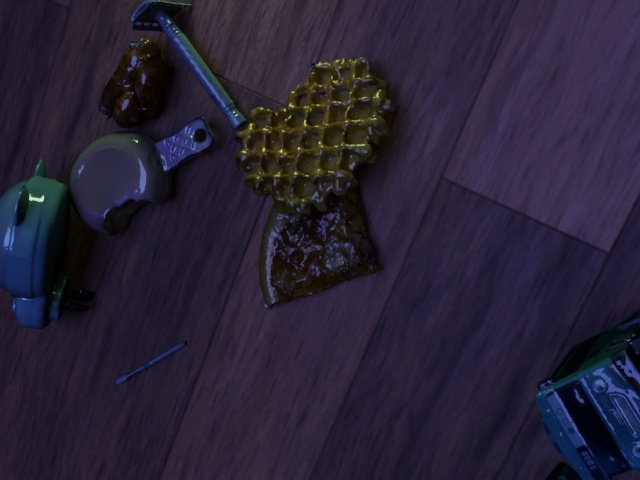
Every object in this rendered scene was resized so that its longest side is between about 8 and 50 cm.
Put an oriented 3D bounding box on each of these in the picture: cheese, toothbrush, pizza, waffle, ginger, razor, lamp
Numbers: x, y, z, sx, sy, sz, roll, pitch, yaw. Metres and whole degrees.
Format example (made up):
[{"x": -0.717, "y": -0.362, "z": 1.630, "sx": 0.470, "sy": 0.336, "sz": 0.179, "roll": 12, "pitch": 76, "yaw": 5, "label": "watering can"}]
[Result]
[{"x": -0.293, "y": -0.119, "z": 1.259, "sx": 0.286, "sy": 0.082, "sz": 0.163, "roll": -22, "pitch": 85, "yaw": 24, "label": "cheese"}, {"x": -0.295, "y": 0.213, "z": 1.323, "sx": 0.167, "sy": 0.014, "sz": 0.011, "roll": -31, "pitch": 79, "yaw": 22, "label": "toothbrush"}, {"x": 0.000, "y": 0.000, "z": 1.140, "sx": 0.197, "sy": 0.058, "sz": 0.292, "roll": 36, "pitch": 108, "yaw": 20, "label": "pizza"}, {"x": -0.011, "y": -0.160, "z": 1.105, "sx": 0.249, "sy": 0.056, "sz": 0.253, "roll": 42, "pitch": 100, "yaw": 38, "label": "waffle"}, {"x": -0.301, "y": -0.248, "z": 1.260, "sx": 0.162, "sy": 0.073, "sz": 0.103, "roll": -51, "pitch": 60, "yaw": 26, "label": "ginger"}, {"x": -0.192, "y": -0.277, "z": 1.208, "sx": 0.068, "sy": 0.106, "sz": 0.232, "roll": -37, "pitch": 90, "yaw": 24, "label": "razor"}, {"x": -0.489, "y": 0.019, "z": 1.304, "sx": 0.147, "sy": 0.209, "sz": 0.284, "roll": -7, "pitch": 118, "yaw": 0, "label": "lamp"}]

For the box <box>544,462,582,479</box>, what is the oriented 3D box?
[{"x": 0.343, "y": 0.488, "z": 0.990, "sx": 0.279, "sy": 0.116, "sz": 0.261, "roll": 39, "pitch": 110, "yaw": 20, "label": "box"}]

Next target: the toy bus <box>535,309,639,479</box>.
[{"x": 0.347, "y": 0.177, "z": 0.883, "sx": 0.147, "sy": 0.256, "sz": 0.128, "roll": -35, "pitch": 79, "yaw": 26, "label": "toy bus"}]
